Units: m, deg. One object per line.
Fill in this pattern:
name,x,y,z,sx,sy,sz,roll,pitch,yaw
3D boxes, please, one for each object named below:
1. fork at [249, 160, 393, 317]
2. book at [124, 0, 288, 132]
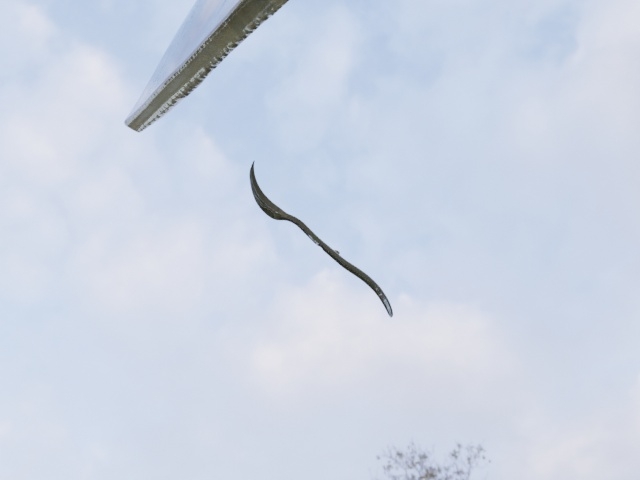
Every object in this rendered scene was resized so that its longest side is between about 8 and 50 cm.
fork,-0.004,0.004,0.646,0.219,0.028,0.034,45,-23,4
book,-0.057,-0.250,0.538,0.028,0.263,0.374,31,-21,-25
